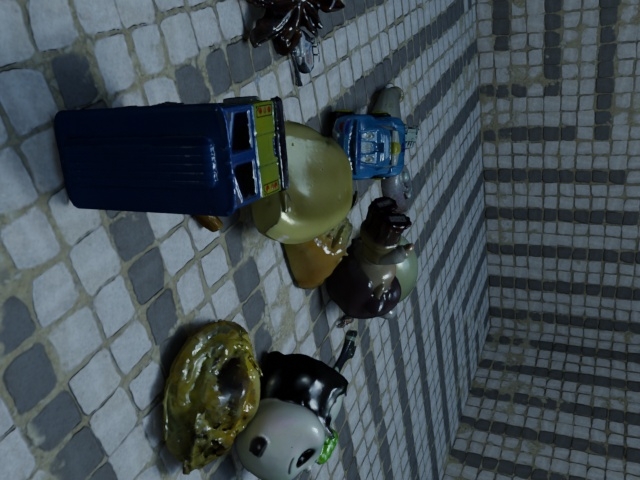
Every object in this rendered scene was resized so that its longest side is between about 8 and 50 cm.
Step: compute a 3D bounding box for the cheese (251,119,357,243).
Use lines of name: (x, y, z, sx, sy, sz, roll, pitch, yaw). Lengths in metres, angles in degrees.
cheese: (-0.030, -0.130, 1.266, 0.315, 0.128, 0.260, -10, 96, -49)

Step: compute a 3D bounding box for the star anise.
star anise: (-0.057, -0.508, 1.213, 0.283, 0.129, 0.212, -46, 133, -4)

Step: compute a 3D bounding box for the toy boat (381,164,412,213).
toy boat: (0.280, -0.185, 2.011, 0.227, 0.085, 0.155, 49, 51, -55)

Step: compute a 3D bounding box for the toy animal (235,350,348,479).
toy animal: (-0.058, 0.393, 1.269, 0.213, 0.212, 0.267, 66, 34, -44)

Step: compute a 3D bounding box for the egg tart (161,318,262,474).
egg tart: (-0.185, 0.299, 1.105, 0.297, 0.132, 0.297, 10, 90, -67)

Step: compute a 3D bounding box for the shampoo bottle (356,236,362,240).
shampoo bottle: (0.149, 0.002, 1.835, 0.137, 0.027, 0.048, 9, 88, -63)

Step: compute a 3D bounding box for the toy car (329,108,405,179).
toy car: (0.151, -0.258, 1.604, 0.314, 0.166, 0.198, -9, 105, -47)

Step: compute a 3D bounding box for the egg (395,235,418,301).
egg: (0.202, 0.089, 1.774, 0.186, 0.186, 0.253, -48, 149, -51)

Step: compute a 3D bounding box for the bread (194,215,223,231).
bread: (-0.214, -0.051, 1.077, 0.036, 0.047, 0.083, -43, 137, -12)

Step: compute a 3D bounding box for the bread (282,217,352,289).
bread: (0.008, 0.005, 1.432, 0.174, 0.132, 0.252, -60, 143, -45)

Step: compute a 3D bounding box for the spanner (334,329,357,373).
spanner: (0.048, 0.387, 1.695, 0.316, 0.024, 0.087, -57, 147, -45)

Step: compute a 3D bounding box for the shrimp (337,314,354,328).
shrimp: (0.080, 0.234, 1.720, 0.029, 0.038, 0.092, 50, 30, 7)

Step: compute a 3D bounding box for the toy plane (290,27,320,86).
toy plane: (-0.046, -0.463, 1.350, 0.078, 0.053, 0.197, -42, 135, -43)

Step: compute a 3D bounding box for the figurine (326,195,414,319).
figurine: (0.149, 0.046, 1.545, 0.206, 0.218, 0.365, -18, 144, -45)

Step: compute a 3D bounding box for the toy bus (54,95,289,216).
toy bus: (-0.203, -0.122, 0.811, 0.175, 0.287, 0.138, -34, 124, -59)

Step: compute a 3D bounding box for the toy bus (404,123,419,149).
toy bus: (0.269, -0.350, 1.971, 0.194, 0.087, 0.089, -18, 117, -62)

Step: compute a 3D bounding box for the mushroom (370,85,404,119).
mushroom: (0.213, -0.403, 1.830, 0.118, 0.103, 0.270, 62, 35, -49)
